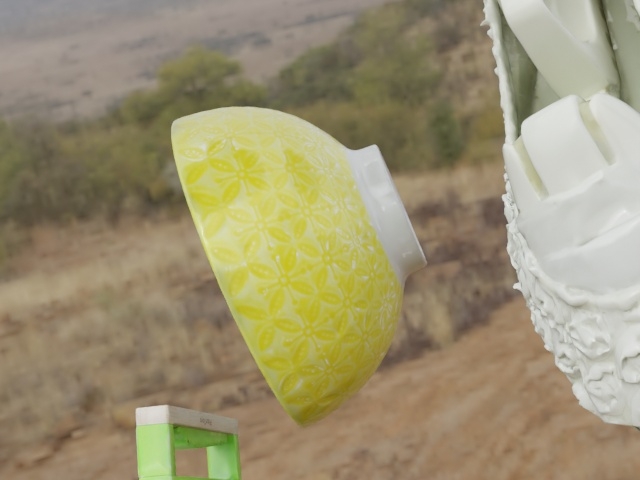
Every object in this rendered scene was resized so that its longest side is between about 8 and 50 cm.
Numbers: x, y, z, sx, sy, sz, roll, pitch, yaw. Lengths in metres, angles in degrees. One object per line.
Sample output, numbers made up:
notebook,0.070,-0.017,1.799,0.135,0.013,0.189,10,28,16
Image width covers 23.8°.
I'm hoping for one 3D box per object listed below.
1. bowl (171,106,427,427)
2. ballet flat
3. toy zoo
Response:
bowl,0.000,0.000,1.313,0.156,0.289,0.289,-23,14,4
ballet flat,0.145,-0.081,0.871,0.147,0.409,0.147,-6,-29,-3
toy zoo,-0.099,0.289,1.252,0.030,0.293,0.192,-7,-11,13
